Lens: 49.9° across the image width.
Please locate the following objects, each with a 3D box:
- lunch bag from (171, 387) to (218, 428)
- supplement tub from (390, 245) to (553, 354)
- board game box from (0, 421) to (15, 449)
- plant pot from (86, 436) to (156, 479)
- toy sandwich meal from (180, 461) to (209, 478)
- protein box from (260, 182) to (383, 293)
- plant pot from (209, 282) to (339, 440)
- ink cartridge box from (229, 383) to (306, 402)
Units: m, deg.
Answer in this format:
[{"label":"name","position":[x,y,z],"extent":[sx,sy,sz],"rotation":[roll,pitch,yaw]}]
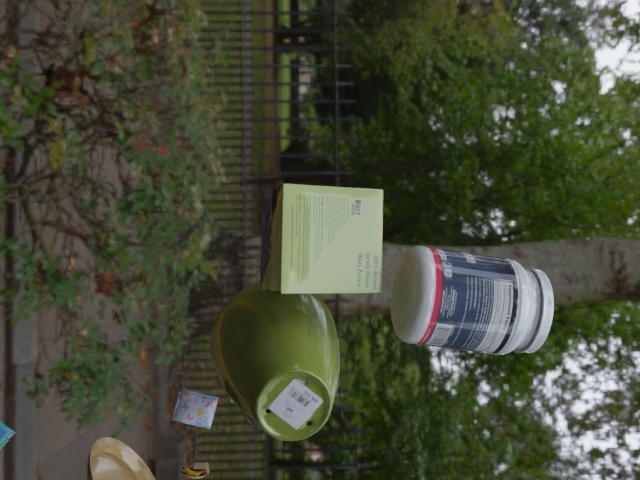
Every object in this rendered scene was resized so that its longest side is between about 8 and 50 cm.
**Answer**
[{"label":"lunch bag","position":[-0.268,0.356,1.469],"extent":[0.053,0.083,0.071],"rotation":[162,-57,-68]},{"label":"supplement tub","position":[0.289,0.120,1.343],"extent":[0.191,0.272,0.191],"rotation":[-172,-90,-80]},{"label":"board game box","position":[-0.819,0.428,1.529],"extent":[0.160,0.210,0.047],"rotation":[-53,175,-26]},{"label":"plant pot","position":[-0.397,0.510,1.396],"extent":[0.236,0.032,0.236],"rotation":[54,4,-5]},{"label":"toy sandwich meal","position":[-0.356,0.650,1.958],"extent":[0.085,0.085,0.029],"rotation":[-124,-137,-86]},{"label":"protein box","position":[0.000,0.000,1.315],"extent":[0.136,0.201,0.200],"rotation":[178,-87,-69]},{"label":"plant pot","position":[-0.073,0.251,1.333],"extent":[0.293,0.274,0.275],"rotation":[-128,-143,-73]},{"label":"ink cartridge box","position":[-0.124,0.381,1.707],"extent":[0.046,0.207,0.097],"rotation":[-49,149,-56]}]
